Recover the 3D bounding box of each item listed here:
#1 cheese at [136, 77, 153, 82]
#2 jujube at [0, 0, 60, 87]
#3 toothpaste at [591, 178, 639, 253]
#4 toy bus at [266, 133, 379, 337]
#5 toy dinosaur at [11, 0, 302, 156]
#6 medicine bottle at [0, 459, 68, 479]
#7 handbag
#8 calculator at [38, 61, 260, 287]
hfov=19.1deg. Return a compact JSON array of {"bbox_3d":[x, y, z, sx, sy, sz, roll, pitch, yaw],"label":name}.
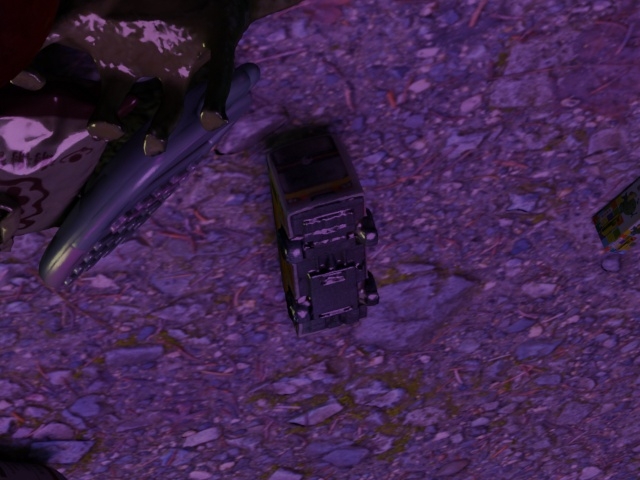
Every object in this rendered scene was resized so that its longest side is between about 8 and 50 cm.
[{"bbox_3d":[-0.133,-0.148,1.551,0.067,0.026,0.120,-25,178,13],"label":"cheese"},{"bbox_3d":[-0.280,-0.209,1.291,0.190,0.190,0.255,-15,132,-8],"label":"jujube"},{"bbox_3d":[0.355,-0.049,2.004,0.034,0.046,0.164,13,137,-37],"label":"toothpaste"},{"bbox_3d":[0.000,0.000,1.824,0.092,0.106,0.268,-16,151,-6],"label":"toy bus"},{"bbox_3d":[-0.107,-0.211,1.478,0.447,0.301,0.087,17,151,1],"label":"toy dinosaur"},{"bbox_3d":[-0.392,0.297,2.052,0.250,0.131,0.131,14,136,-42],"label":"medicine bottle"},{"bbox_3d":[-0.278,-0.068,1.546,0.213,0.127,0.235,-4,158,-22],"label":"handbag"},{"bbox_3d":[-0.146,-0.059,1.626,0.299,0.041,0.185,-46,177,40],"label":"calculator"}]
